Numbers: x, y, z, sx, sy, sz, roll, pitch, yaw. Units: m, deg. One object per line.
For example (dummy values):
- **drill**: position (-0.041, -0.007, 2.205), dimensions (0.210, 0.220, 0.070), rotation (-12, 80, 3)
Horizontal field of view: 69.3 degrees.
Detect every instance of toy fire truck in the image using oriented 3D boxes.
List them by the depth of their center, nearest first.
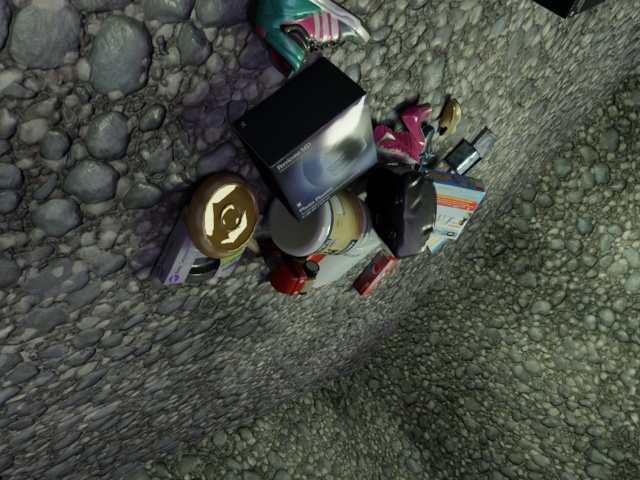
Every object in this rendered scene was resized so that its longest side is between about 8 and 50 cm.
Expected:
- **toy fire truck**: position (-0.148, 0.062, 1.516), dimensions (0.246, 0.217, 0.159), rotation (-1, 135, -34)

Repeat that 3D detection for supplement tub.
- **supplement tub**: position (0.009, -0.064, 1.493), dimensions (0.316, 0.228, 0.228), rotation (1, 132, -55)

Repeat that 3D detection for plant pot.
- **plant pot**: position (-0.245, -0.064, 1.231), dimensions (0.236, 0.032, 0.237), rotation (-20, 116, -47)

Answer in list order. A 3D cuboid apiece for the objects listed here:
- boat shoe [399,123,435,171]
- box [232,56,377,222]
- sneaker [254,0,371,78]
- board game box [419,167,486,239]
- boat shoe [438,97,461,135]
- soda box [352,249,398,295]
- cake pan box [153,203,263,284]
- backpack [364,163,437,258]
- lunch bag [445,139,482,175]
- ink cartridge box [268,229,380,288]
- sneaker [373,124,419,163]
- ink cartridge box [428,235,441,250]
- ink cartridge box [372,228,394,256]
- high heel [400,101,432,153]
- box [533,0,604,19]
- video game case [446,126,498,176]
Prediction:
- **boat shoe**: position (0.385, -0.321, 1.774), dimensions (0.108, 0.089, 0.258), rotation (-25, 151, -30)
- **box**: position (-0.024, -0.248, 1.211), dimensions (0.296, 0.183, 0.294), rotation (-39, 153, -6)
- **sneaker**: position (-0.026, -0.427, 0.982), dimensions (0.295, 0.124, 0.179), rotation (5, 124, -47)
- **board game box**: position (0.497, -0.155, 1.997), dimensions (0.307, 0.086, 0.302), rotation (10, 138, -6)
- **boat shoe**: position (0.478, -0.450, 1.735), dimensions (0.072, 0.068, 0.190), rotation (-27, 154, -3)
- **soda box**: position (0.284, 0.170, 2.421), dimensions (0.092, 0.083, 0.263), rotation (-3, 135, -53)
- **cake pan box**: position (-0.322, 0.010, 1.335), dimensions (0.245, 0.070, 0.267), rotation (-2, 134, -51)
- **backpack**: position (0.272, -0.130, 1.616), dimensions (0.273, 0.355, 0.291), rotation (-5, 108, -24)
- **lunch bag**: position (0.646, -0.356, 2.074), dimensions (0.129, 0.096, 0.151), rotation (-43, 155, 14)
- **ink cartridge box**: position (0.022, 0.095, 1.820), dimensions (0.384, 0.091, 0.308), rotation (-19, 162, -49)
- **sneaker**: position (0.233, -0.310, 1.554), dimensions (0.252, 0.103, 0.111), rotation (11, 160, -39)
- **ink cartridge box**: position (0.537, -0.074, 2.285), dimensions (0.168, 0.171, 0.232), rotation (-44, 155, 4)
- **ink cartridge box**: position (0.289, -0.037, 1.965), dimensions (0.067, 0.198, 0.115), rotation (1, 132, -55)
- **high heel**: position (0.309, -0.369, 1.613), dimensions (0.117, 0.082, 0.244), rotation (-22, 155, -16)
- **box**: position (0.647, -0.739, 1.278), dimensions (0.184, 0.261, 0.103), rotation (-29, 152, -26)
- **video game case**: position (0.719, -0.400, 2.197), dimensions (0.274, 0.026, 0.196), rotation (-51, 153, 21)
